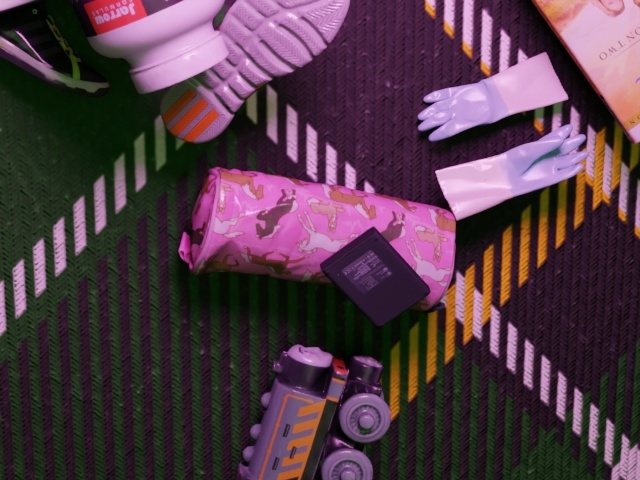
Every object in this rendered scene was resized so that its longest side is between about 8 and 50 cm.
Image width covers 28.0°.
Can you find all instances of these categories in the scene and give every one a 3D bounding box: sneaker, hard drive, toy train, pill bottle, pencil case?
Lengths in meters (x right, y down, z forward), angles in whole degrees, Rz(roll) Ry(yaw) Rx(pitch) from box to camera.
[{"bbox_3d":[-0.086,-0.277,1.723,0.321,0.180,0.124,-35,109,25],"label":"sneaker"},{"bbox_3d":[0.077,0.053,1.775,0.094,0.022,0.135,-36,120,13],"label":"hard drive"},{"bbox_3d":[-0.378,-0.275,1.719,0.235,0.084,0.097,28,95,-18],"label":"sneaker"},{"bbox_3d":[-0.018,0.319,1.926,0.190,0.142,0.334,16,99,-7],"label":"toy train"},{"bbox_3d":[-0.231,-0.348,1.550,0.181,0.181,0.323,-25,105,-6],"label":"pill bottle"},{"bbox_3d":[0.000,0.000,1.836,0.386,0.160,0.167,12,96,-16],"label":"pencil case"}]

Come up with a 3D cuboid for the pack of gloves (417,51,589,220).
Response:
[{"bbox_3d":[0.268,-0.160,1.874,0.232,0.046,0.195,-20,78,-7],"label":"pack of gloves"}]

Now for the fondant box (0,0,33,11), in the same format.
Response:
[{"bbox_3d":[-0.318,-0.451,1.651,0.330,0.096,0.238,-23,105,-17],"label":"fondant box"}]

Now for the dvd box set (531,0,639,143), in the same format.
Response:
[{"bbox_3d":[0.447,-0.392,1.805,0.308,0.062,0.420,-35,91,10],"label":"dvd box set"}]
